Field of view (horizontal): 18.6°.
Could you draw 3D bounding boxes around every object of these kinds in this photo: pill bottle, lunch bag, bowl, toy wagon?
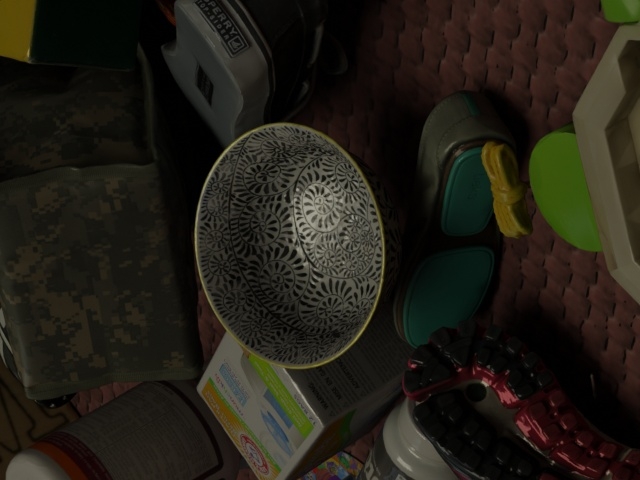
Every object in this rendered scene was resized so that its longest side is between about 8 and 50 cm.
[{"bbox_3d":[0.077,0.167,1.486,0.078,0.078,0.137,47,143,21],"label":"pill bottle"},{"bbox_3d":[-0.186,-0.054,1.578,0.287,0.169,0.235,-102,5,-48],"label":"lunch bag"},{"bbox_3d":[0.000,0.000,1.368,0.170,0.080,0.170,6,99,37],"label":"bowl"},{"bbox_3d":[0.235,-0.031,1.142,0.344,0.068,0.267,8,120,52],"label":"toy wagon"},{"bbox_3d":[-0.147,0.187,1.671,0.121,0.221,0.121,32,137,36],"label":"pill bottle"}]

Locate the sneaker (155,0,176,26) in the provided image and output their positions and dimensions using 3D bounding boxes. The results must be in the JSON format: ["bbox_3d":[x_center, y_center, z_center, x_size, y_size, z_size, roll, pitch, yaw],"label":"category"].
[{"bbox_3d":[-0.128,-0.237,1.501,0.175,0.064,0.067,63,167,7],"label":"sneaker"}]

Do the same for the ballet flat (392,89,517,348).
[{"bbox_3d":[0.090,-0.015,1.364,0.213,0.072,0.068,102,157,-44],"label":"ballet flat"}]

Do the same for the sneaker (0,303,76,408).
[{"bbox_3d":[-0.296,0.052,1.904,0.106,0.078,0.234,27,136,37],"label":"sneaker"}]

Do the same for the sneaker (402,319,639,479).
[{"bbox_3d":[0.183,0.177,1.342,0.299,0.121,0.112,49,174,18],"label":"sneaker"}]

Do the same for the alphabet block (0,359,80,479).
[{"bbox_3d":[-0.379,0.223,2.033,0.193,0.197,0.192,52,146,15],"label":"alphabet block"}]

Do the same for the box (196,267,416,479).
[{"bbox_3d":[-0.010,0.103,1.504,0.114,0.103,0.203,55,157,11],"label":"box"}]

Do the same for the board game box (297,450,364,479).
[{"bbox_3d":[0.018,0.258,1.672,0.133,0.033,0.168,-19,98,56],"label":"board game box"}]

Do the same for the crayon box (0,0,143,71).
[{"bbox_3d":[-0.261,-0.314,1.474,0.363,0.106,0.313,20,104,45],"label":"crayon box"}]

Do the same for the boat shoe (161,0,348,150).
[{"bbox_3d":[-0.046,-0.138,1.403,0.113,0.105,0.306,55,171,8],"label":"boat shoe"}]
